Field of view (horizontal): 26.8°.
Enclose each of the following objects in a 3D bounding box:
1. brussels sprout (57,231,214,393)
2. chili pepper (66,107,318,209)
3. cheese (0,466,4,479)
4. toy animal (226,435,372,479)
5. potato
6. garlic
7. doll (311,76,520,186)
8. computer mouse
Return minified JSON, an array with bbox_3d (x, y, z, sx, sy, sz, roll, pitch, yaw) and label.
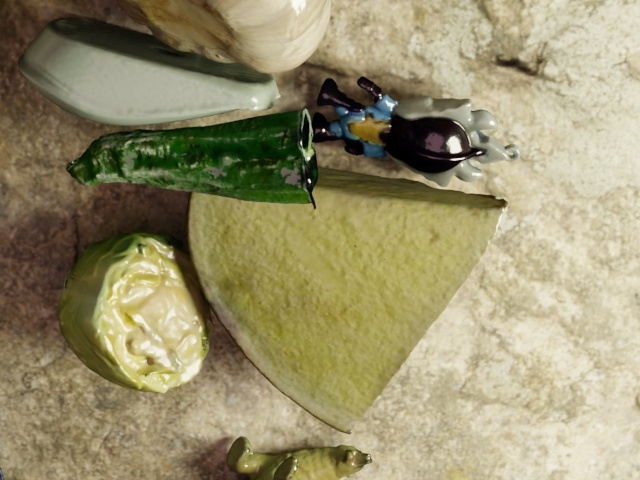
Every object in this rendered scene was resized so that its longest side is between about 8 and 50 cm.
[{"bbox_3d":[-0.182,0.070,1.270,0.149,0.122,0.151,0,84,-42],"label":"brussels sprout"},{"bbox_3d":[-0.116,-0.065,1.182,0.227,0.059,0.088,-3,103,11],"label":"chili pepper"},{"bbox_3d":[-0.442,0.272,1.382,0.244,0.062,0.155,-10,113,1],"label":"cheese"},{"bbox_3d":[-0.053,0.268,1.388,0.101,0.103,0.218,32,107,-34],"label":"toy animal"},{"bbox_3d":[0.000,0.000,1.261,0.255,0.112,0.269,34,106,-3],"label":"potato"},{"bbox_3d":[-0.070,-0.264,1.133,0.218,0.218,0.212,34,70,-15],"label":"garlic"},{"bbox_3d":[0.089,-0.099,1.244,0.195,0.070,0.096,13,127,0],"label":"doll"},{"bbox_3d":[-0.151,-0.139,1.190,0.231,0.128,0.079,11,111,-3],"label":"computer mouse"}]
